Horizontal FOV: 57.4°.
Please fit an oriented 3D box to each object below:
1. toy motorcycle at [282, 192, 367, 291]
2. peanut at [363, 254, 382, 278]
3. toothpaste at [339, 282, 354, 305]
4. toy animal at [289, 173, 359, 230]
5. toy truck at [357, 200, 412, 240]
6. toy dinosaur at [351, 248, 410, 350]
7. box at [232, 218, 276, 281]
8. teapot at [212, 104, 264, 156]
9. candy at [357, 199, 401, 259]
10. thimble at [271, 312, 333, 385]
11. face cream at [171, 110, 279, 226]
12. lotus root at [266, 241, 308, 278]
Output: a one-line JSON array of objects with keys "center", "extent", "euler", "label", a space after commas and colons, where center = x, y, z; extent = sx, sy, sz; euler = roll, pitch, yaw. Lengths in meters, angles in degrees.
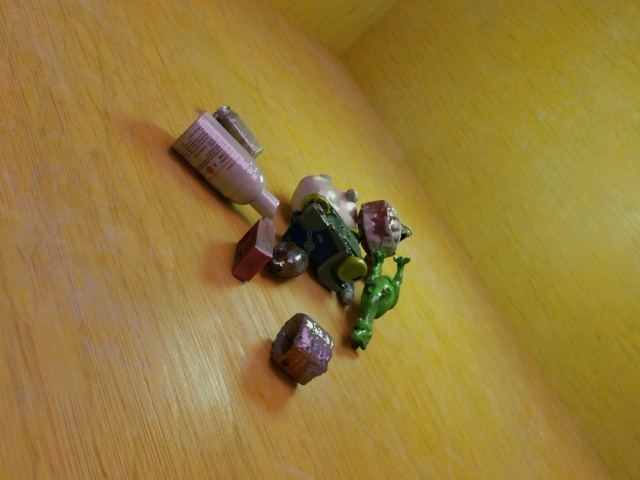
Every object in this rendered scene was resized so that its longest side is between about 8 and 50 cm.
[{"center": [0.000, 0.000, 1.855], "extent": [0.326, 0.200, 0.191], "euler": [50, 20, -33], "label": "toy motorcycle"}, {"center": [0.196, 0.094, 2.210], "extent": [0.080, 0.080, 0.174], "euler": [44, 25, -17], "label": "peanut"}, {"center": [0.090, 0.126, 2.006], "extent": [0.075, 0.048, 0.297], "euler": [44, 21, -19], "label": "toothpaste"}, {"center": [0.004, -0.126, 2.016], "extent": [0.265, 0.206, 0.271], "euler": [21, 40, -57], "label": "toy animal"}, {"center": [0.276, -0.078, 2.552], "extent": [0.272, 0.124, 0.157], "euler": [26, 34, -47], "label": "toy truck"}, {"center": [0.208, 0.241, 1.978], "extent": [0.500, 0.144, 0.374], "euler": [67, 37, -61], "label": "toy dinosaur"}, {"center": [-0.178, 0.025, 1.563], "extent": [0.060, 0.111, 0.156], "euler": [34, 26, -19], "label": "box"}, {"center": [-0.292, -0.355, 1.972], "extent": [0.200, 0.077, 0.107], "euler": [52, 42, 2], "label": "teapot"}, {"center": [0.214, -0.039, 2.115], "extent": [0.289, 0.157, 0.214], "euler": [-3, 81, -84], "label": "candy"}, {"center": [-0.041, 0.265, 1.437], "extent": [0.118, 0.127, 0.151], "euler": [42, 30, -18], "label": "thimble"}, {"center": [-0.250, -0.194, 1.712], "extent": [0.369, 0.145, 0.145], "euler": [45, 23, -17], "label": "face cream"}, {"center": [-0.101, 0.060, 1.685], "extent": [0.113, 0.088, 0.192], "euler": [39, 21, 11], "label": "lotus root"}]
